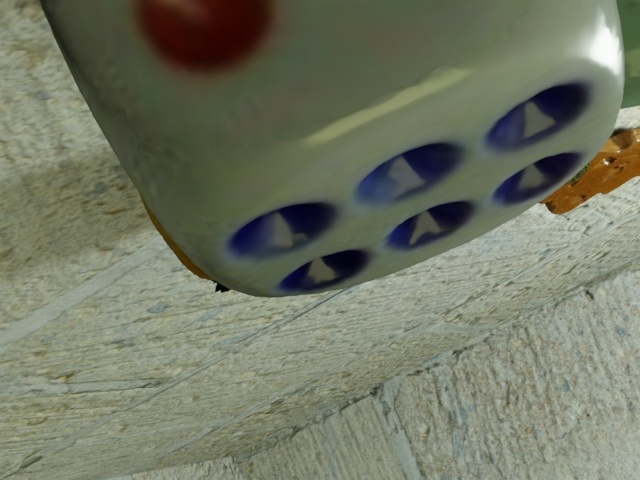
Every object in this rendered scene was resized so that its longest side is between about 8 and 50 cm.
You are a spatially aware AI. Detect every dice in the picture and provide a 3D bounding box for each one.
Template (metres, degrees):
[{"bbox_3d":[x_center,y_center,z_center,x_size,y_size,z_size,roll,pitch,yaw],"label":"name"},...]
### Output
[{"bbox_3d":[0.002,-0.152,0.602,0.277,0.304,0.304,-23,162,3],"label":"dice"}]

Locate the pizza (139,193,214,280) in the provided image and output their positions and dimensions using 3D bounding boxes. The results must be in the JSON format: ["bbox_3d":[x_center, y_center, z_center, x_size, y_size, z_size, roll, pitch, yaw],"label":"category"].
[{"bbox_3d":[-0.049,-0.069,1.078,0.297,0.071,0.189,-26,122,-15],"label":"pizza"}]

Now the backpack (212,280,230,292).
[{"bbox_3d":[-0.098,-0.027,1.188,0.165,0.106,0.120,-38,141,-6],"label":"backpack"}]

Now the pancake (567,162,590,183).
[{"bbox_3d":[0.396,-0.127,1.580,0.108,0.017,0.108,2,148,1],"label":"pancake"}]

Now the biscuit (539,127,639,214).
[{"bbox_3d":[0.521,-0.139,1.716,0.306,0.043,0.284,-19,159,-6],"label":"biscuit"}]

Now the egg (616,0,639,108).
[{"bbox_3d":[0.300,-0.232,0.903,0.283,0.203,0.203,-22,164,17],"label":"egg"}]
